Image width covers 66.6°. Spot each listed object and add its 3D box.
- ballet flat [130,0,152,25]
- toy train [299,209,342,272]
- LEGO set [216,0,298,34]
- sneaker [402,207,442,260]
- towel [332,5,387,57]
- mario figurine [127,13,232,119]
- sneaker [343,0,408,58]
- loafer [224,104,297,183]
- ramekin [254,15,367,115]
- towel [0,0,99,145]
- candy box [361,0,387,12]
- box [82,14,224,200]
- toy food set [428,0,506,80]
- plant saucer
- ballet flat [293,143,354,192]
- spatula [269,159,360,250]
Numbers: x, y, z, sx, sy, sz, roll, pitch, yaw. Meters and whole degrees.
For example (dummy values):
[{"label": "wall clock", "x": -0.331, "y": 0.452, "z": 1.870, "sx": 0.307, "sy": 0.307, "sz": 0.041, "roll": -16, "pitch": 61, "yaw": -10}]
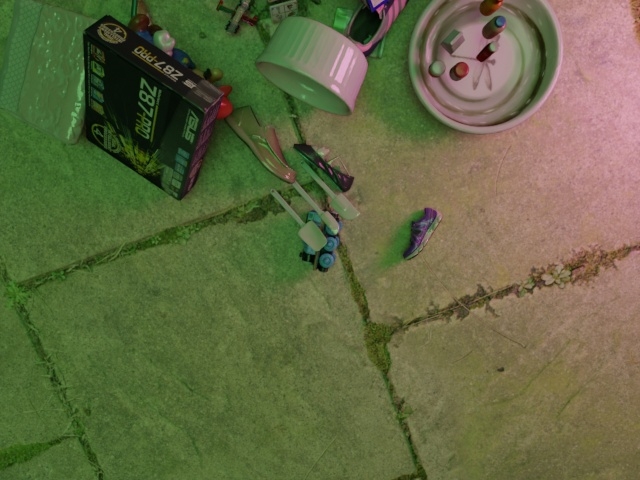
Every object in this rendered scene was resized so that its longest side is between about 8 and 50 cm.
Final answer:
[{"label": "ballet flat", "x": -0.495, "y": -0.565, "z": 1.344, "sx": 0.067, "sy": 0.073, "sz": 0.206, "roll": 7, "pitch": 104, "yaw": -27}, {"label": "toy train", "x": 0.000, "y": 0.000, "z": 1.415, "sx": 0.105, "sy": 0.080, "sz": 0.184, "roll": 12, "pitch": 100, "yaw": 7}, {"label": "LEGO set", "x": -0.189, "y": -0.641, "z": 1.268, "sx": 0.244, "sy": 0.182, "sz": 0.060, "roll": -19, "pitch": 61, "yaw": -4}, {"label": "sneaker", "x": 0.285, "y": -0.019, "z": 1.419, "sx": 0.071, "sy": 0.068, "sz": 0.170, "roll": 32, "pitch": 91, "yaw": 11}, {"label": "towel", "x": 0.107, "y": -0.572, "z": 1.338, "sx": 0.152, "sy": 0.023, "sz": 0.113, "roll": 12, "pitch": 99, "yaw": 0}, {"label": "mario figurine", "x": -0.340, "y": -0.456, "z": 1.271, "sx": 0.320, "sy": 0.198, "sz": 0.170, "roll": 46, "pitch": 134, "yaw": -2}, {"label": "sneaker", "x": 0.162, "y": -0.615, "z": 1.250, "sx": 0.112, "sy": 0.131, "sz": 0.319, "roll": 28, "pitch": 101, "yaw": -1}, {"label": "loafer", "x": -0.154, "y": -0.271, "z": 1.357, "sx": 0.092, "sy": 0.102, "sz": 0.268, "roll": -43, "pitch": 93, "yaw": 5}, {"label": "ramekin", "x": -0.015, "y": -0.444, "z": 1.244, "sx": 0.277, "sy": 0.277, "sz": 0.135, "roll": 25, "pitch": 93, "yaw": -3}, {"label": "towel", "x": -0.735, "y": -0.465, "z": 1.319, "sx": 0.317, "sy": 0.053, "sz": 0.331, "roll": 24, "pitch": 101, "yaw": 16}, {"label": "candy box", "x": 0.138, "y": -0.758, "z": 1.183, "sx": 0.268, "sy": 0.122, "sz": 0.317, "roll": -35, "pitch": 62, "yaw": 7}, {"label": "box", "x": -0.438, "y": -0.311, "z": 1.243, "sx": 0.318, "sy": 0.395, "sz": 0.097, "roll": 33, "pitch": 54, "yaw": -6}, {"label": "toy food set", "x": 0.376, "y": -0.489, "z": 1.202, "sx": 0.111, "sy": 0.104, "sz": 0.232, "roll": 44, "pitch": 98, "yaw": -5}, {"label": "plant saucer", "x": 0.428, "y": -0.486, "z": 1.305, "sx": 0.401, "sy": 0.100, "sz": 0.400, "roll": 0, "pitch": 99, "yaw": 1}, {"label": "ballet flat", "x": 0.017, "y": -0.221, "z": 1.379, "sx": 0.203, "sy": 0.074, "sz": 0.074, "roll": 41, "pitch": 99, "yaw": -11}, {"label": "spatula", "x": -0.028, "y": -0.104, "z": 1.371, "sx": 0.168, "sy": 0.019, "sz": 0.242, "roll": -43, "pitch": 73, "yaw": 2}]
